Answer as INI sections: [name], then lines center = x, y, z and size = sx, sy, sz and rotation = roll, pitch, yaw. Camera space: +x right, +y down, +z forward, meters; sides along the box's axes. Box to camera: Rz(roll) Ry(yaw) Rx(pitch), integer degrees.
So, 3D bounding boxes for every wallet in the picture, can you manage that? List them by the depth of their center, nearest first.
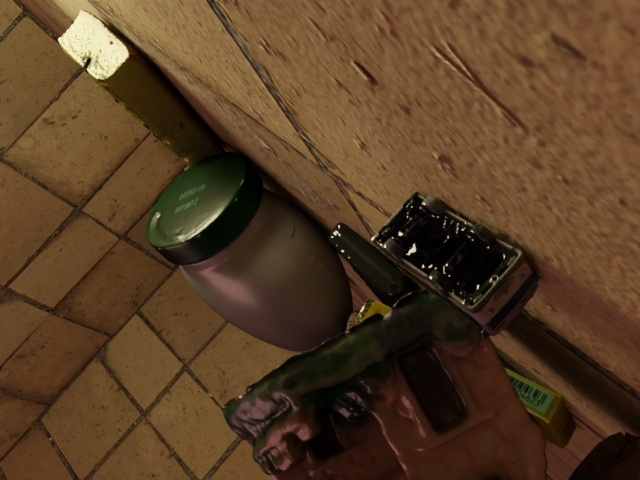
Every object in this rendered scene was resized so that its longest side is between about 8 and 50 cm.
[wallet]
center = 0.094, 0.067, 0.937
size = 0.149, 0.044, 0.250
rotation = 43, 177, 29

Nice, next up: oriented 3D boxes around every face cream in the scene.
[face cream]
center = -0.112, 0.038, 1.155
size = 0.313, 0.219, 0.357
rotation = 12, 151, 47

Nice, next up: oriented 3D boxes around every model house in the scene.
[model house]
center = 0.075, 0.186, 0.557
size = 0.237, 0.237, 0.202
rotation = 61, 179, 11

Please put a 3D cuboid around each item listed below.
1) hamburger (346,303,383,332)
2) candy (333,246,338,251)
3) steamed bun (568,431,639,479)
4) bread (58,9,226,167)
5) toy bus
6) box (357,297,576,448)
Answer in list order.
[hamburger]
center = 0.126, 0.155, 1.079
size = 0.176, 0.087, 0.102
rotation = 22, -160, -2
[candy]
center = 0.000, 0.000, 1.247
size = 0.083, 0.023, 0.025
rotation = 34, 158, 16
[steamed bun]
center = 0.247, 0.228, 0.514
size = 0.106, 0.145, 0.175
rotation = 42, 171, 15
[bread]
center = -0.273, -0.219, 1.081
size = 0.138, 0.077, 0.361
rotation = 40, 176, 25
[toy bus]
center = 0.087, 0.016, 0.422
size = 0.058, 0.052, 0.102
rotation = 45, 176, -40
[box]
center = 0.188, 0.173, 0.856
size = 0.279, 0.041, 0.153
rotation = 26, 167, 35
